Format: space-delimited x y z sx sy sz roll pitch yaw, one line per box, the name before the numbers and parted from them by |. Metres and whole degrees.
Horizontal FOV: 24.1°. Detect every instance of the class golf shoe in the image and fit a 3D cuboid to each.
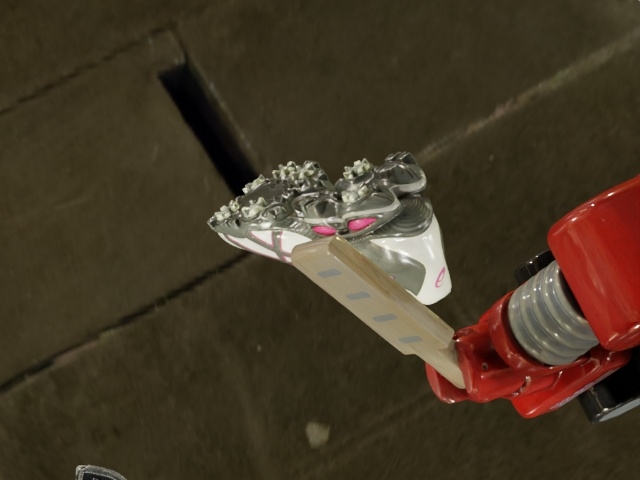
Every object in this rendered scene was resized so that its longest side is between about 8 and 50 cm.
golf shoe | 0.000 0.000 1.271 0.105 0.273 0.120 -38 111 -26

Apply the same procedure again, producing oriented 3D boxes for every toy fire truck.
toy fire truck | 0.132 0.028 0.911 0.246 0.217 0.158 -13 71 -37

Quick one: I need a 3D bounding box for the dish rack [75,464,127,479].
dish rack | -0.267 0.233 0.957 0.272 0.074 0.208 12 66 -4
